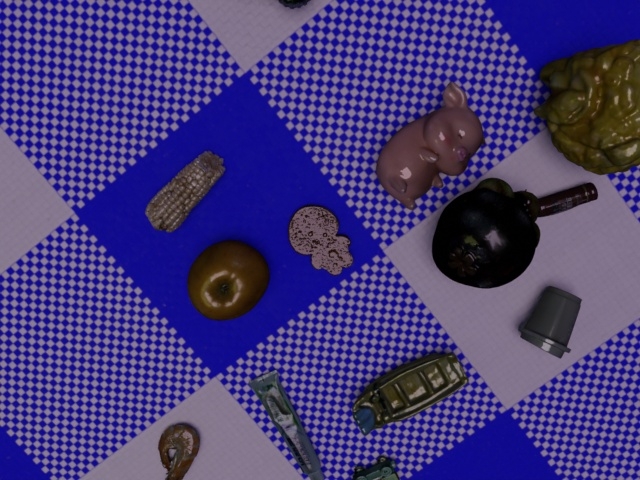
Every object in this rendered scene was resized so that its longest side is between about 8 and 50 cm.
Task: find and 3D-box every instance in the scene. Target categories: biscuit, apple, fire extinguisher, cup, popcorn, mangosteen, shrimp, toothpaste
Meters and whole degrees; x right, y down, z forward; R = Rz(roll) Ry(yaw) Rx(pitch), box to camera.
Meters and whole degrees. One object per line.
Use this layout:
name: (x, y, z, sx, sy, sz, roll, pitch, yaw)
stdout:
biscuit: (0.000, 0.000, 1.394, 0.124, 0.026, 0.175, -36, 98, 8)
apple: (-0.205, 0.090, 1.347, 0.182, 0.155, 0.182, 0, 99, 2)
fire extinguisher: (0.531, -0.085, 1.366, 0.158, 0.043, 0.064, -18, 138, 4)
cup: (0.525, 0.181, 1.383, 0.120, 0.120, 0.141, 26, 92, -4)
popcorn: (0.567, -0.260, 1.238, 0.235, 0.242, 0.250, 3, 89, -16)
mangosteen: (0.359, -0.014, 1.306, 0.243, 0.243, 0.243, 0, 101, 0)
shrimp: (-0.355, 0.527, 1.489, 0.099, 0.041, 0.180, 21, 101, -2)
toothpaste: (-0.072, 0.452, 1.473, 0.074, 0.048, 0.297, -27, 97, 6)

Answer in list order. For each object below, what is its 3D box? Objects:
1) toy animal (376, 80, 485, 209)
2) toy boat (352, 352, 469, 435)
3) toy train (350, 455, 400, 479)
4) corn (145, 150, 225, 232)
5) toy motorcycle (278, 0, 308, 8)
toy animal: (0.231, -0.187, 1.295, 0.250, 0.166, 0.154, -35, 55, 1)
toy boat: (0.202, 0.350, 1.434, 0.276, 0.084, 0.111, -29, 96, 2)
toy train: (0.136, 0.578, 1.494, 0.122, 0.050, 0.081, -26, 107, 4)
corn: (-0.296, -0.107, 1.347, 0.087, 0.087, 0.211, 44, 99, -7)
toy motorcycle: (-0.127, -0.578, 1.248, 0.270, 0.106, 0.159, 22, 97, 7)
